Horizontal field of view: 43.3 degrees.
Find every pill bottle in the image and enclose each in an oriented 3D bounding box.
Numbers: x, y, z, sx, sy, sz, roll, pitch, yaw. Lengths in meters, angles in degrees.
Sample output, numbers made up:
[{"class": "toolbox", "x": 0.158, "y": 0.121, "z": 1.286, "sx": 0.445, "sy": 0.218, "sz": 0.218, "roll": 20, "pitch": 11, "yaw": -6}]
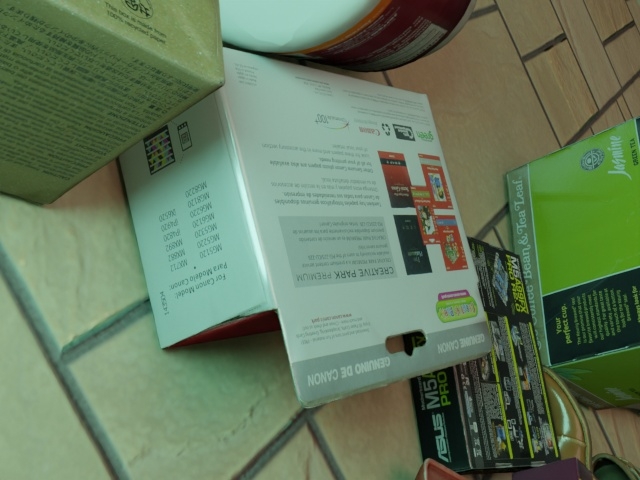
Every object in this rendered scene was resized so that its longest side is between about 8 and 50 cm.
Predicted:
[{"class": "pill bottle", "x": 0.028, "y": -0.276, "z": 0.760, "sx": 0.224, "sy": 0.224, "sz": 0.392, "roll": 68, "pitch": 22, "yaw": 0}]

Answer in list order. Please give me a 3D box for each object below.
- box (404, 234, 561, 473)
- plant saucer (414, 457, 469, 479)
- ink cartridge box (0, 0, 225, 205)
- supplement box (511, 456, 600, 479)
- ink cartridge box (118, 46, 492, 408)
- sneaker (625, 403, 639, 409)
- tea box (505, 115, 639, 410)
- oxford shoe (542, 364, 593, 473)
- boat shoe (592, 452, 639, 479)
[{"class": "box", "x": 0.182, "y": 0.131, "z": 0.936, "sx": 0.216, "sy": 0.060, "sz": 0.270, "roll": 16, "pitch": 61, "yaw": -48}, {"class": "plant saucer", "x": 0.163, "y": 0.376, "z": 0.779, "sx": 0.258, "sy": 0.048, "sz": 0.259, "roll": 37, "pitch": 41, "yaw": -36}, {"class": "ink cartridge box", "x": -0.203, "y": -0.120, "z": 0.454, "sx": 0.235, "sy": 0.193, "sz": 0.088, "roll": 20, "pitch": 55, "yaw": -47}, {"class": "supplement box", "x": 0.292, "y": 0.332, "z": 0.877, "sx": 0.188, "sy": 0.081, "sz": 0.104, "roll": 43, "pitch": 36, "yaw": -28}, {"class": "ink cartridge box", "x": 0.000, "y": 0.000, "z": 0.707, "sx": 0.309, "sy": 0.130, "sz": 0.272, "roll": -1, "pitch": 73, "yaw": -52}, {"class": "sneaker", "x": 0.547, "y": 0.207, "z": 1.337, "sx": 0.256, "sy": 0.094, "sz": 0.151, "roll": 25, "pitch": 51, "yaw": -45}, {"class": "tea box", "x": 0.458, "y": 0.027, "z": 1.116, "sx": 0.220, "sy": 0.323, "sz": 0.329, "roll": 30, "pitch": 52, "yaw": -40}, {"class": "oxford shoe", "x": 0.288, "y": 0.259, "z": 1.001, "sx": 0.076, "sy": 0.076, "sz": 0.212, "roll": -1, "pitch": 67, "yaw": -26}, {"class": "boat shoe", "x": 0.385, "y": 0.409, "z": 0.977, "sx": 0.116, "sy": 0.123, "sz": 0.324, "roll": 48, "pitch": 22, "yaw": -41}]
